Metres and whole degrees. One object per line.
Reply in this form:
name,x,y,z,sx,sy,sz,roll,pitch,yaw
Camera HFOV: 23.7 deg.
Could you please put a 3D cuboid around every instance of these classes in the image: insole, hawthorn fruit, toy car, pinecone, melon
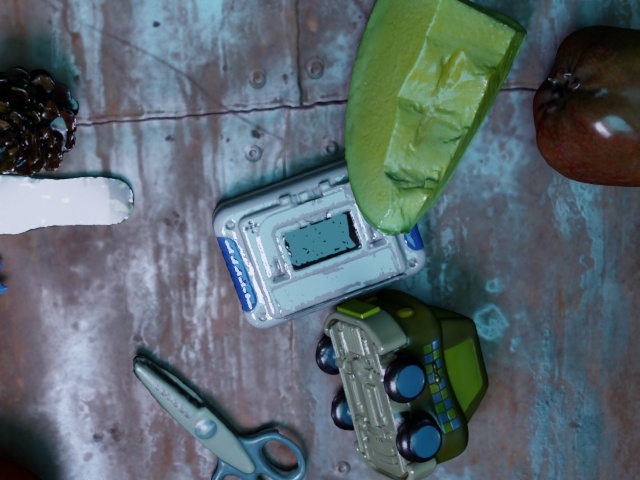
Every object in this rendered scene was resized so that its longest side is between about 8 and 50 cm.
insole,-0.362,-0.047,1.944,0.248,0.011,0.081,-2,107,-7
hawthorn fruit,0.395,-0.157,1.945,0.248,0.208,0.208,21,102,-30
toy car,0.130,0.179,2.009,0.198,0.204,0.248,-22,107,-26
pinecone,-0.363,-0.144,1.859,0.140,0.121,0.140,2,107,7
melon,0.122,-0.163,1.908,0.196,0.124,0.323,23,89,-12

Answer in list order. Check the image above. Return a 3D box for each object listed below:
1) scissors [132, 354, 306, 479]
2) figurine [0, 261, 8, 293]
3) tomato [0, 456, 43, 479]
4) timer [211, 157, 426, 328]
scissors,-0.148,0.253,2.045,0.138,0.041,0.289,-40,108,12
figurine,-0.445,0.065,1.927,0.114,0.079,0.114,12,73,-46
tomato,-0.444,0.386,1.939,0.298,0.298,0.226,45,55,-17
timer,0.000,0.000,1.978,0.253,0.078,0.178,-20,107,-2
